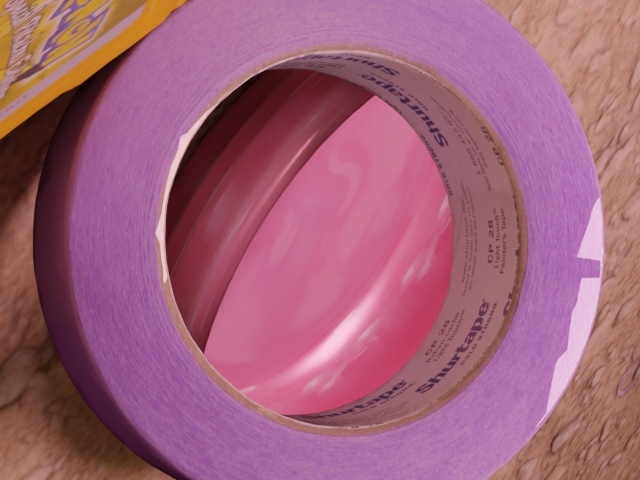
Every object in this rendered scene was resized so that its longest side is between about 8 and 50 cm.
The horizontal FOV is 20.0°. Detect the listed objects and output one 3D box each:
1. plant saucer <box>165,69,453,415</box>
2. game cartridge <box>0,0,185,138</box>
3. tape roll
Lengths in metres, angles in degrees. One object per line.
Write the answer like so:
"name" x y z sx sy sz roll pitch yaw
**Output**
"plant saucer" 0.005 -0.001 1.110 0.332 0.084 0.332 -38 148 -30
"game cartridge" -0.117 -0.093 0.674 0.323 0.053 0.285 -37 178 -17
"tape roll" 0.000 0.000 0.905 0.275 0.275 0.090 -49 -166 -13
